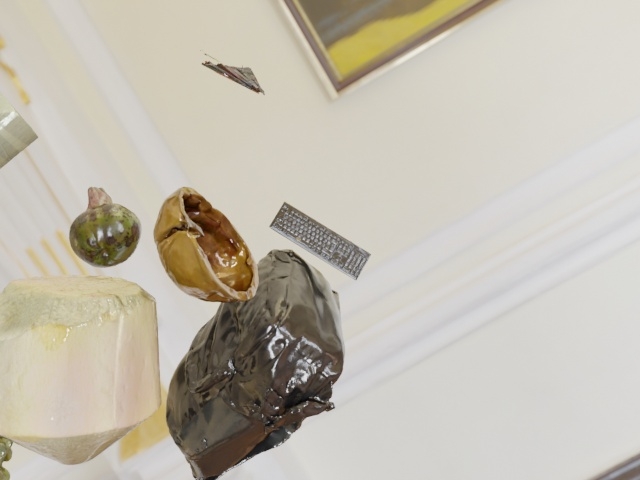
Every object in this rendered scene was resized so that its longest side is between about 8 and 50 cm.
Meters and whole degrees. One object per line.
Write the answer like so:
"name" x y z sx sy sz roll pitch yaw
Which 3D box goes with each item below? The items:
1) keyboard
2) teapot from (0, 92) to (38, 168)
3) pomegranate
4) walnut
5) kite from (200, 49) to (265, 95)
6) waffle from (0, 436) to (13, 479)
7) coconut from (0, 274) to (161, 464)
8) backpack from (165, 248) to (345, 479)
"keyboard" 0.000 0.000 1.921 0.064 0.198 0.010 -60 3 -17
"teapot" -0.475 -0.109 1.287 0.200 0.077 0.107 -42 -27 -8
"pomegranate" -0.420 -0.029 1.917 0.138 0.163 0.125 -23 -2 11
"walnut" -0.168 0.023 1.372 0.087 0.167 0.211 -29 -30 12
"kite" -0.180 -0.361 2.140 0.014 0.183 0.241 -61 29 -5
"waffle" -0.672 0.407 1.810 0.056 0.309 0.292 15 17 26
"coconut" -0.327 0.175 1.322 0.239 0.244 0.239 4 6 0
"backpack" -0.130 0.258 1.899 0.445 0.255 0.363 -44 22 23
